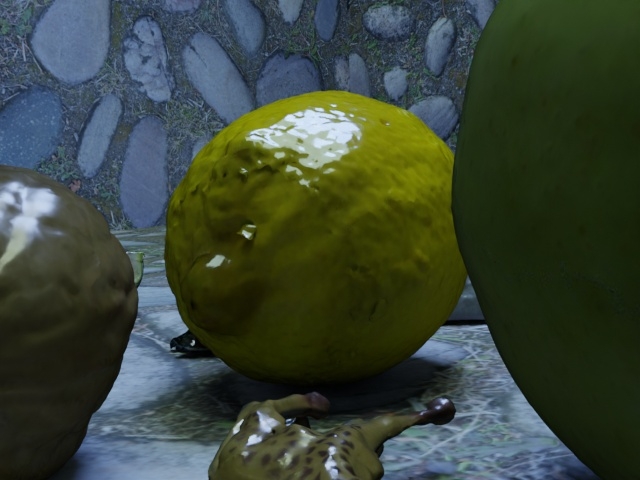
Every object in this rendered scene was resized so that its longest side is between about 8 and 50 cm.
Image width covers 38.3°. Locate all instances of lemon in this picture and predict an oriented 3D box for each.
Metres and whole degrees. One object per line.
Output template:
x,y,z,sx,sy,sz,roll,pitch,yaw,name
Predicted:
0.000,0.000,0.767,0.245,0.245,0.320,1,14,32,lemon

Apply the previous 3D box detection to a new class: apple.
0.234,-0.028,0.419,0.357,0.357,0.357,-3,5,0,apple

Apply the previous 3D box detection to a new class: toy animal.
0.020,0.121,0.457,0.149,0.054,0.275,0,2,-8,toy animal

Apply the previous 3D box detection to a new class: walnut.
-0.221,0.053,0.550,0.228,0.228,0.228,-3,5,0,walnut

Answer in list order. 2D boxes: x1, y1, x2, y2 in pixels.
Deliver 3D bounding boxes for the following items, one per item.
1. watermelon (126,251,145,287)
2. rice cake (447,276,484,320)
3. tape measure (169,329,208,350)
-0.296,0.069,1.141,0.163,0.087,0.069,-5,37,-15,watermelon
0.251,0.055,1.017,0.399,0.064,0.070,-2,14,5,rice cake
-0.035,0.012,0.961,0.207,0.235,0.115,10,-4,-21,tape measure
